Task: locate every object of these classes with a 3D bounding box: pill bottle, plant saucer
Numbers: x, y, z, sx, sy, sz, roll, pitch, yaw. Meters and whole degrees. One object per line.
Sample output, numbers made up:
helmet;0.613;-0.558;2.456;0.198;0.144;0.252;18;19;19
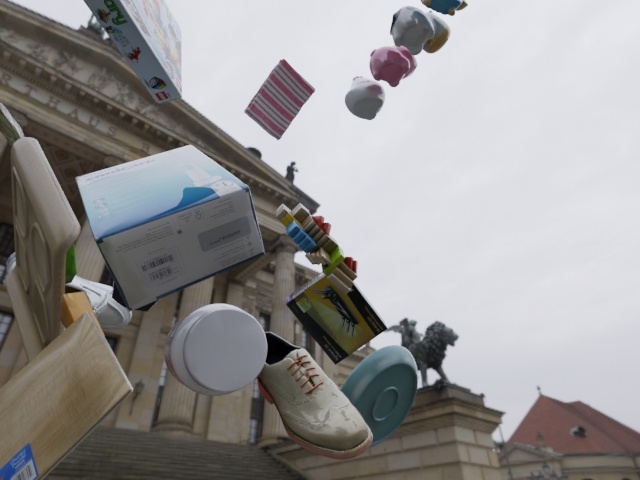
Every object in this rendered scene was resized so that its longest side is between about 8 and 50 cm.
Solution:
pill bottle;-0.262;0.263;1.055;0.210;0.210;0.363;14;-18;-20
plant saucer;0.167;0.442;1.192;0.318;0.317;0.044;36;-8;-40

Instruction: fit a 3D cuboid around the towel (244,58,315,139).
towel;-0.120;-0.418;1.294;0.144;0.029;0.197;34;-86;-37

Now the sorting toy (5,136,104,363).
sorting toy;-0.305;0.052;0.494;0.041;0.307;0.229;-5;-49;-45

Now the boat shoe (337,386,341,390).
boat shoe;0.031;0.508;1.372;0.095;0.079;0.254;-32;-62;31

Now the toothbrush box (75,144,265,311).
toothbrush box;-0.258;-0.045;0.715;0.216;0.295;0.126;-24;-55;-24

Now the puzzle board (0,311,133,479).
puzzle board;-0.201;0.125;0.311;0.128;0.096;0.011;-45;-39;-12

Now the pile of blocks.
pile of blocks;0.000;0.000;1.383;0.112;0.362;0.149;-45;-9;11

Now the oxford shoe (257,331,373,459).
oxford shoe;-0.043;0.333;0.972;0.141;0.397;0.146;-23;-65;-33

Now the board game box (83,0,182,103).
board game box;-0.313;-0.398;0.687;0.053;0.192;0.305;-13;-28;5

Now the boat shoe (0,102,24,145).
boat shoe;-0.820;-0.291;1.129;0.048;0.056;0.153;-19;-22;-16

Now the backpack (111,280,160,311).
backpack;-0.392;0.070;0.991;0.152;0.182;0.115;26;5;-4

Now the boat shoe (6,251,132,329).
boat shoe;-0.631;0.168;1.129;0.136;0.156;0.367;-38;-43;-6

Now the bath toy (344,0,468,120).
bath toy;0.182;-0.439;1.022;0.151;0.129;0.348;14;-39;-28

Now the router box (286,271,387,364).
router box;0.059;0.268;1.602;0.243;0.081;0.309;-37;-79;6
